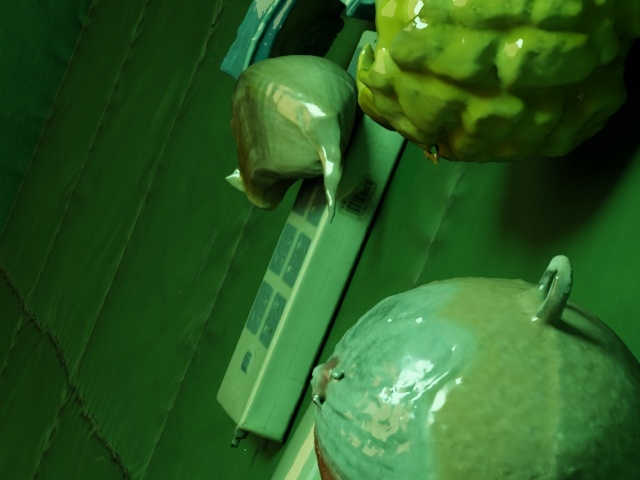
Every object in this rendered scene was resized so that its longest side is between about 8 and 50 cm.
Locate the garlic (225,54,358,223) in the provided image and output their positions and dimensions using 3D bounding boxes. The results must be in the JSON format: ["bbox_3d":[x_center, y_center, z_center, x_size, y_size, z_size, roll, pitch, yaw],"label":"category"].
[{"bbox_3d":[-0.015,-0.082,1.561,0.198,0.091,0.128,-168,84,-67],"label":"garlic"}]

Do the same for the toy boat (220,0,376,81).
[{"bbox_3d":[0.007,-0.192,1.664,0.238,0.098,0.109,-51,-18,15],"label":"toy boat"}]

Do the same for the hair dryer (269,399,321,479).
[{"bbox_3d":[-0.041,0.240,1.350,0.362,0.128,0.203,-62,16,-5],"label":"hair dryer"}]

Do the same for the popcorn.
[{"bbox_3d":[0.114,-0.164,1.199,0.250,0.190,0.250,-47,34,45],"label":"popcorn"}]

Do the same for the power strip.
[{"bbox_3d":[0.000,0.000,1.601,0.367,0.043,0.106,-68,16,3],"label":"power strip"}]

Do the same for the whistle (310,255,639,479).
[{"bbox_3d":[0.060,0.154,1.045,0.189,0.189,0.347,-101,25,-60],"label":"whistle"}]
